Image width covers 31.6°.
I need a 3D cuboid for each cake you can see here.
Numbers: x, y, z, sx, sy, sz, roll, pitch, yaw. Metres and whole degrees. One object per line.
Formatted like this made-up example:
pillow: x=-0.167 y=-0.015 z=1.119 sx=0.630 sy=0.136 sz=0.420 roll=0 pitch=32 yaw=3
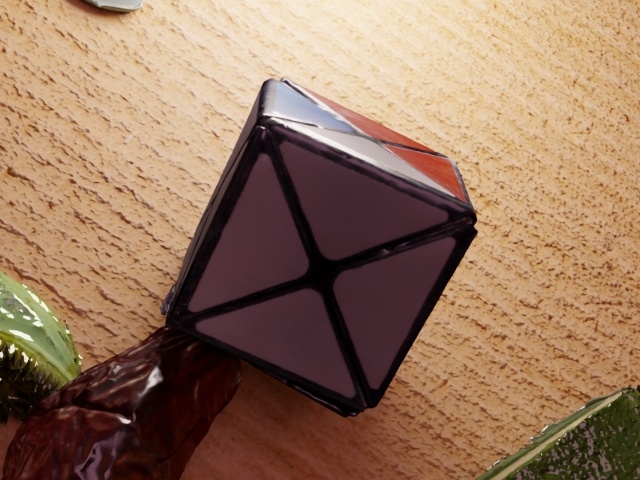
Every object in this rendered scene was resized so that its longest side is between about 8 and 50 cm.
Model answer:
cake: x=0.351 y=0.350 z=1.584 sx=0.283 sy=0.158 sz=0.172 roll=-27 pitch=81 yaw=-24

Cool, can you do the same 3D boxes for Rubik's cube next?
Rubik's cube: x=0.000 y=0.000 z=1.476 sx=0.307 sy=0.305 sz=0.310 roll=26 pitch=106 yaw=-8

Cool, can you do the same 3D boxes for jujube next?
jujube: x=-0.236 y=0.236 z=1.411 sx=0.216 sy=0.216 sz=0.342 roll=40 pitch=54 yaw=0

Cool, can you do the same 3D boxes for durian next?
durian: x=-0.472 y=0.113 z=1.452 sx=0.394 sy=0.163 sz=0.198 roll=34 pitch=23 yaw=-8

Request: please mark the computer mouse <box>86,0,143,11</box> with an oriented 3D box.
computer mouse: x=-0.307 y=-0.460 z=1.735 sx=0.128 sy=0.079 sz=0.231 roll=14 pitch=68 yaw=-10
